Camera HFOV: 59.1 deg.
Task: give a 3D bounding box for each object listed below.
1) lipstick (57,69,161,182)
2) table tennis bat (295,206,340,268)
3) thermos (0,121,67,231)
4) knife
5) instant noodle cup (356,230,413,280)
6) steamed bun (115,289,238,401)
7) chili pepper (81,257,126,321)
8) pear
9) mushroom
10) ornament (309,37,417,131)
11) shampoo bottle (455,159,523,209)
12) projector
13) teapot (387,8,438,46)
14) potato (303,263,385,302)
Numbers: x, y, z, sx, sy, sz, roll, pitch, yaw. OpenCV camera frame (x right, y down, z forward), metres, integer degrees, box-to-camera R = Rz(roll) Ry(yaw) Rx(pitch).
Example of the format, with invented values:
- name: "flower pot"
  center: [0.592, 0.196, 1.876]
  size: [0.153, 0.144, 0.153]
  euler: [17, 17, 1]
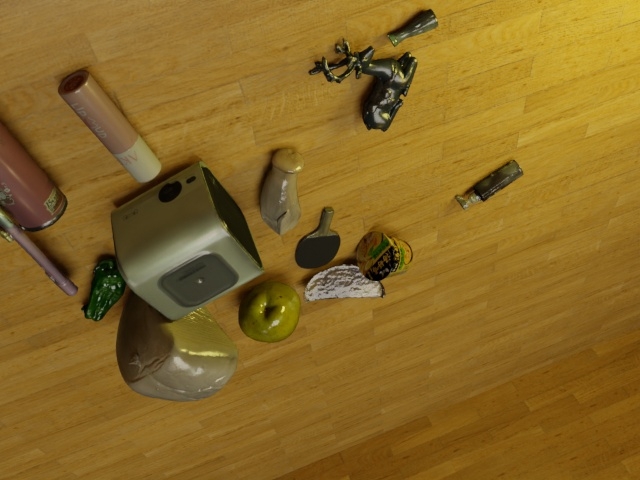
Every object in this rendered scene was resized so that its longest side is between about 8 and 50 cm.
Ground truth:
- name: "lipstick"
  center: [-0.420, -0.223, 1.147]
  size: [0.070, 0.070, 0.254]
  euler: [-27, 140, 2]
- name: "table tennis bat"
  center: [0.000, 0.000, 1.655]
  size: [0.138, 0.022, 0.247]
  euler: [-7, 138, -21]
- name: "thermos"
  center: [-0.635, -0.165, 1.083]
  size: [0.109, 0.136, 0.330]
  euler: [-46, 145, -20]
- name: "knife"
  center: [-0.647, 0.022, 1.253]
  size: [0.038, 0.132, 0.399]
  euler: [-46, 152, -20]
- name: "instant noodle cup"
  center: [0.202, 0.051, 1.730]
  size: [0.122, 0.152, 0.151]
  euler: [6, 132, -46]
- name: "steamed bun"
  center: [-0.385, 0.280, 1.456]
  size: [0.247, 0.383, 0.236]
  euler: [23, 100, -40]
- name: "chili pepper"
  center: [-0.559, 0.129, 1.456]
  size: [0.100, 0.074, 0.257]
  euler: [5, 132, -33]
- name: "pear"
  center: [-0.152, 0.213, 1.685]
  size: [0.198, 0.198, 0.198]
  euler: [-15, 139, -13]
- name: "mushroom"
  center: [-0.099, -0.114, 1.423]
  size: [0.107, 0.096, 0.247]
  euler: [7, 132, 1]
- name: "ornament"
  center: [0.081, -0.349, 1.275]
  size: [0.235, 0.080, 0.202]
  euler: [1, 131, -32]
- name: "shampoo bottle"
  center: [0.514, -0.166, 1.720]
  size: [0.207, 0.064, 0.057]
  euler: [-35, 150, 8]
- name: "projector"
  center: [-0.307, 0.004, 1.315]
  size: [0.249, 0.249, 0.248]
  euler: [-29, 141, 4]
- name: "teapot"
  center: [0.201, -0.465, 1.242]
  size: [0.110, 0.043, 0.043]
  euler: [-26, 141, 7]
- name: "potato"
  center: [0.070, 0.126, 1.800]
  size: [0.260, 0.100, 0.121]
  euler: [-1, 97, -8]
